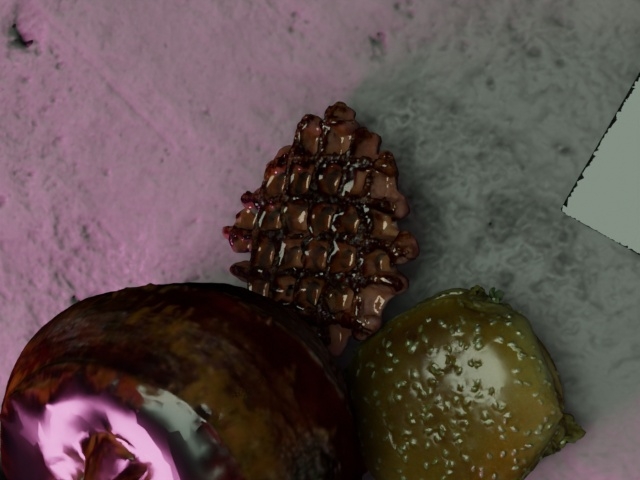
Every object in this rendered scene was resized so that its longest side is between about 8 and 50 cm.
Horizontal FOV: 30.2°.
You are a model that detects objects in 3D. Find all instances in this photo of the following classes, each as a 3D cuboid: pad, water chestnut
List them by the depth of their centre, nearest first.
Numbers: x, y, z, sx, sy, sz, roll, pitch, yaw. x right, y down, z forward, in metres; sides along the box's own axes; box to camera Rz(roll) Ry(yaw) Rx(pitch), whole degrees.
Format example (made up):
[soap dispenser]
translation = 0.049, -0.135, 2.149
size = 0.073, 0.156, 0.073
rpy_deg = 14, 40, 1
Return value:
[water chestnut]
translation = -0.131, 0.205, 0.990
size = 0.350, 0.302, 0.351
rpy_deg = 16, 123, 26
[pad]
translation = 0.356, -0.040, 1.028
size = 0.245, 0.006, 0.170
rpy_deg = 31, 99, 20

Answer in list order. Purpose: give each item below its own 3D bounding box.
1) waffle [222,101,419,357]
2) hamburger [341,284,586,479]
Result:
[waffle]
translation = 0.000, 0.000, 1.098
size = 0.221, 0.055, 0.234
rpy_deg = -50, 46, 23
[hamburger]
translation = 0.107, 0.145, 1.051
size = 0.215, 0.122, 0.189
rpy_deg = -28, 78, 20
